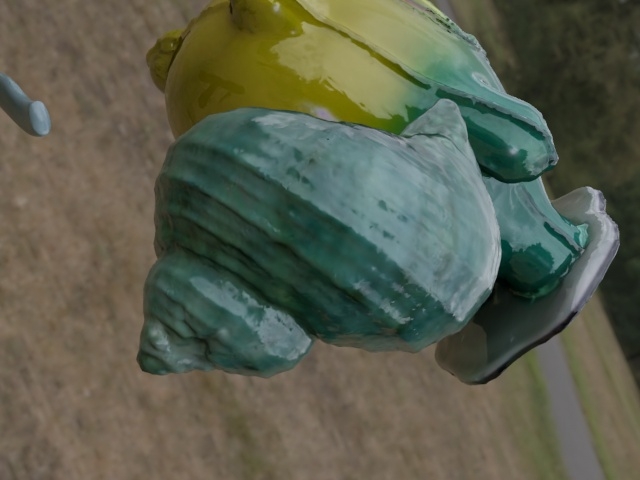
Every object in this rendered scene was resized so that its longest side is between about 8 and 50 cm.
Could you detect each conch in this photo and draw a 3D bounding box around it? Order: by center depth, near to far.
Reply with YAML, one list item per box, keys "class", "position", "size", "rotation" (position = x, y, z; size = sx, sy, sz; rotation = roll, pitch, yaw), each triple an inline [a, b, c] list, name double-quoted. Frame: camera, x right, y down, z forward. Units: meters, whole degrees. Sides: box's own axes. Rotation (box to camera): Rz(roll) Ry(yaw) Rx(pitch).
- class: "conch"
  position: [-0.002, 0.003, 0.746]
  size: [0.196, 0.202, 0.134]
  rotation: [118, -41, -70]

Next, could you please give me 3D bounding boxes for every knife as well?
- class: "knife"
  position: [-0.222, -0.113, 0.956]
  size: [0.210, 0.015, 0.028]
  rotation: [38, -32, 46]

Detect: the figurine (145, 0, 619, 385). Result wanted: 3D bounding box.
- class: "figurine"
  position: [0.035, -0.060, 1.077]
  size: [0.340, 0.323, 0.231]
  rotation: [38, 62, -15]
